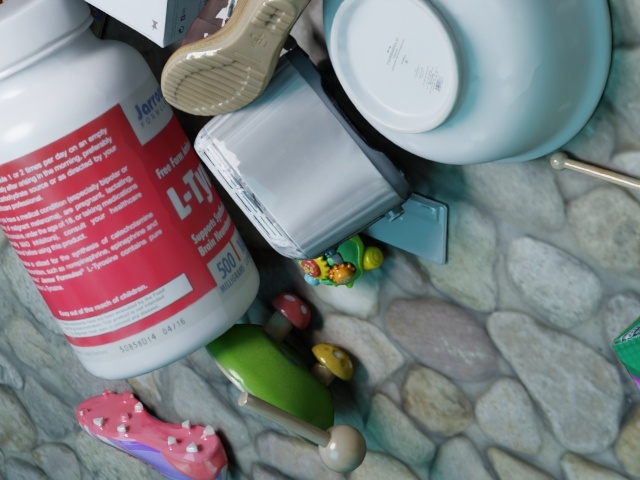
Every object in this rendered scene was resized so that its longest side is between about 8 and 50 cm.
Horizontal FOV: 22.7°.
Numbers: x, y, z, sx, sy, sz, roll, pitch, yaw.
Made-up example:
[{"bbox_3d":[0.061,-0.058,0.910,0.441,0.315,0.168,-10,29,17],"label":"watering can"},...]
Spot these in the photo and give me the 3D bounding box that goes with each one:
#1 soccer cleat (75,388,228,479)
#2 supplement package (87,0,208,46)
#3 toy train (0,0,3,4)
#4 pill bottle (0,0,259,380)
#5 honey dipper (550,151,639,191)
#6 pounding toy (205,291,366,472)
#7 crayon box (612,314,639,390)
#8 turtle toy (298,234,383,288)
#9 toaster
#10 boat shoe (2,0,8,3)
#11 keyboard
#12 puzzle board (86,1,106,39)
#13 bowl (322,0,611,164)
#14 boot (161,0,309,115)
[{"bbox_3d":[-0.223,0.267,2.084,0.248,0.083,0.095,12,127,35],"label":"soccer cleat"},{"bbox_3d":[-0.198,-0.357,1.613,0.262,0.145,0.204,31,133,25],"label":"supplement package"},{"bbox_3d":[-0.465,-0.333,1.812,0.143,0.105,0.248,-5,112,21],"label":"toy train"},{"bbox_3d":[-0.251,-0.070,1.748,0.229,0.229,0.407,-7,117,45],"label":"pill bottle"},{"bbox_3d":[0.278,-0.054,1.448,0.161,0.030,0.030,21,128,38],"label":"honey dipper"},{"bbox_3d":[-0.023,0.142,1.781,0.183,0.110,0.237,39,-176,-25],"label":"pounding toy"},{"bbox_3d":[0.365,0.077,1.257,0.081,0.278,0.165,-31,92,47],"label":"crayon box"},{"bbox_3d":[0.000,0.000,1.698,0.095,0.066,0.130,-7,119,50],"label":"turtle toy"},{"bbox_3d":[-0.024,-0.085,1.596,0.146,0.129,0.227,-39,86,4],"label":"toaster"},{"bbox_3d":[-0.343,-0.328,1.788,0.109,0.098,0.302,15,120,34],"label":"boat shoe"},{"bbox_3d":[0.028,-0.045,1.700,0.256,0.014,0.072,23,134,33],"label":"keyboard"},{"bbox_3d":[-0.299,-0.279,1.859,0.128,0.011,0.096,40,135,17],"label":"puzzle board"},{"bbox_3d":[0.103,-0.185,1.448,0.298,0.134,0.298,24,130,32],"label":"bowl"},{"bbox_3d":[-0.058,-0.246,1.531,0.090,0.207,0.248,28,144,-20],"label":"boot"}]
